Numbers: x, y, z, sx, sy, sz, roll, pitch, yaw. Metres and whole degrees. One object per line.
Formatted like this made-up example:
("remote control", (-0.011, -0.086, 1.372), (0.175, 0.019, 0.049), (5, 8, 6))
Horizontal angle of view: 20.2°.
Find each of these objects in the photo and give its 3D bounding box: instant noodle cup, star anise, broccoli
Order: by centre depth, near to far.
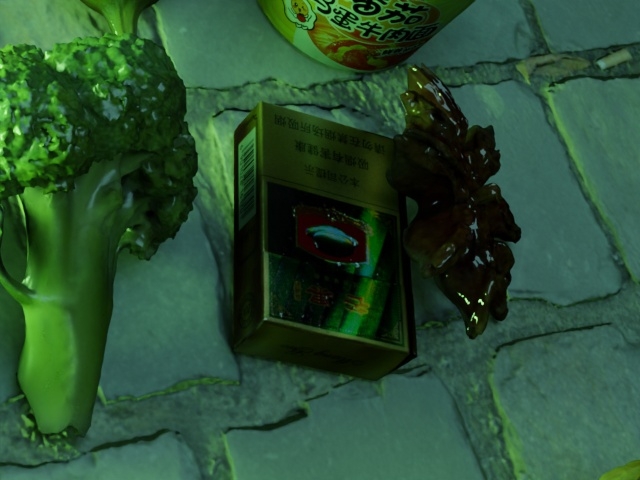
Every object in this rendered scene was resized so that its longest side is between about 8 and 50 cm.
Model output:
("broccoli", (-0.213, -0.037, 1.501), (0.186, 0.302, 0.254), (21, 35, 18))
("star anise", (0.127, -0.043, 1.695), (0.288, 0.088, 0.288), (47, 33, -44))
("instant noodle cup", (0.059, -0.306, 1.792), (0.264, 0.200, 0.264), (15, 55, -23))

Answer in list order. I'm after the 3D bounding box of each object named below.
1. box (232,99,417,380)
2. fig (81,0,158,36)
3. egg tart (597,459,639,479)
("box", (0.000, 0.000, 1.661), (0.159, 0.071, 0.240), (15, 55, -27))
("fig", (-0.178, -0.231, 1.684), (0.149, 0.149, 0.245), (-5, 85, -33))
("egg tart", (0.324, 0.358, 1.603), (0.341, 0.132, 0.341), (16, 55, -24))
